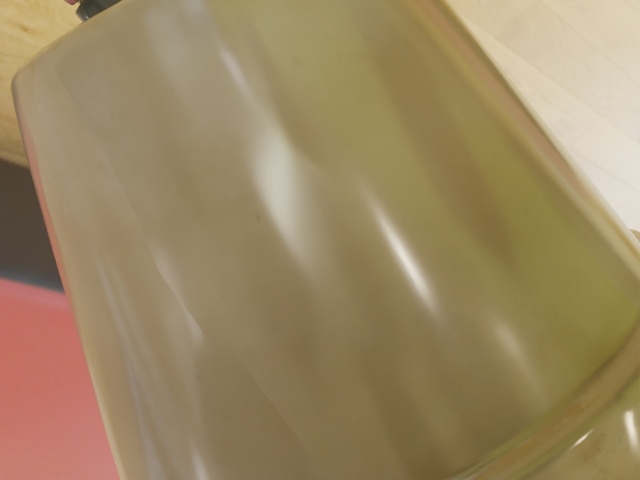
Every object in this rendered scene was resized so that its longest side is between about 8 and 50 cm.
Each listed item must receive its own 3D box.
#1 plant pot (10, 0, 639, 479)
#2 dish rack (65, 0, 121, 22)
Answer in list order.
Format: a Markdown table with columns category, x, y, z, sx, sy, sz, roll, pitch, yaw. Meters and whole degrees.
| category | x | y | z | sx | sy | sz | roll | pitch | yaw |
| --- | --- | --- | --- | --- | --- | --- | --- | --- | --- |
| plant pot | 0.000 | 0.000 | 0.459 | 0.323 | 0.323 | 0.280 | -26 | 102 | 2 |
| dish rack | -0.169 | -0.205 | 0.652 | 0.074 | 0.208 | 0.271 | -40 | -175 | 1 |
